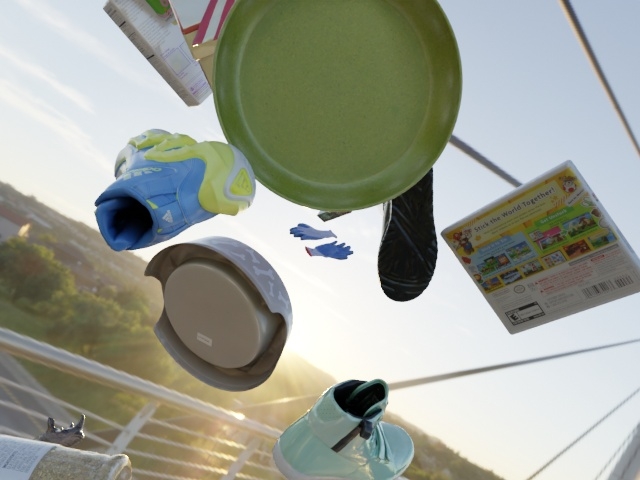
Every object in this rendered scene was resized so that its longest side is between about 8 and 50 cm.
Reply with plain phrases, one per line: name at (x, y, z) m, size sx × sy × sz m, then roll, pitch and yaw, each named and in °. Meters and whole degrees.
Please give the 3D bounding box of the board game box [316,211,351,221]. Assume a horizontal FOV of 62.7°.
board game box at (0.075, -0.123, 1.101) m, size 0.026 × 0.186 × 0.126 m, roll 41°, pitch -21°, yaw -14°

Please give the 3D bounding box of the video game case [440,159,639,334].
video game case at (0.324, 0.022, 0.784) m, size 0.227 × 0.026 × 0.206 m, roll -34°, pitch -88°, yaw 43°

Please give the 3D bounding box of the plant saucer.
plant saucer at (0.018, -0.149, 0.511) m, size 0.241 × 0.241 × 0.037 m, roll 33°, pitch 4°, yaw -13°

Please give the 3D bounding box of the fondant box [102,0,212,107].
fondant box at (-0.373, -0.568, 1.426) m, size 0.330 × 0.238 × 0.096 m, roll 50°, pitch -19°, yaw -29°

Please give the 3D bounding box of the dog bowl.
dog bowl at (-0.212, 0.148, 1.119) m, size 0.349 × 0.102 × 0.348 m, roll 13°, pitch -62°, yaw 25°

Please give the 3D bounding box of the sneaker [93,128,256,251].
sneaker at (-0.174, -0.051, 0.504) m, size 0.240 × 0.126 × 0.091 m, roll 5°, pitch -61°, yaw 48°

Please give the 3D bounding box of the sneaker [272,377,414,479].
sneaker at (0.076, 0.260, 0.718) m, size 0.256 × 0.151 × 0.094 m, roll 17°, pitch 30°, yaw -42°

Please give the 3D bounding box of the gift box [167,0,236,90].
gift box at (-0.101, -0.314, 0.741) m, size 0.255 × 0.276 × 0.258 m, roll 59°, pitch -7°, yaw 29°

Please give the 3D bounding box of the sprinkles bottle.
sprinkles bottle at (-0.422, 0.292, 0.636) m, size 0.355 × 0.121 × 0.121 m, roll 10°, pitch -15°, yaw 1°

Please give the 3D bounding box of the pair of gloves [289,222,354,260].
pair of gloves at (0.000, 0.000, 1.564) m, size 0.159 × 0.023 × 0.198 m, roll 0°, pitch 32°, yaw -32°

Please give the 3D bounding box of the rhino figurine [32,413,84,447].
rhino figurine at (-0.525, 0.417, 0.956) m, size 0.106 × 0.243 × 0.073 m, roll 16°, pitch -37°, yaw 32°

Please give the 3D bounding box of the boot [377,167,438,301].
boot at (0.144, -0.031, 0.921) m, size 0.094 × 0.246 × 0.207 m, roll 2°, pitch 5°, yaw 3°
